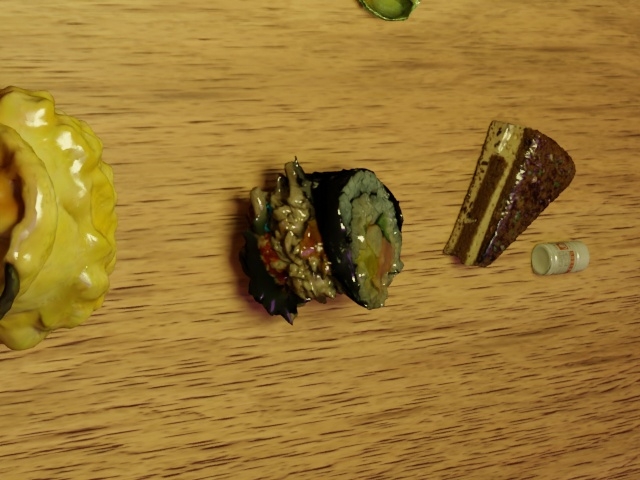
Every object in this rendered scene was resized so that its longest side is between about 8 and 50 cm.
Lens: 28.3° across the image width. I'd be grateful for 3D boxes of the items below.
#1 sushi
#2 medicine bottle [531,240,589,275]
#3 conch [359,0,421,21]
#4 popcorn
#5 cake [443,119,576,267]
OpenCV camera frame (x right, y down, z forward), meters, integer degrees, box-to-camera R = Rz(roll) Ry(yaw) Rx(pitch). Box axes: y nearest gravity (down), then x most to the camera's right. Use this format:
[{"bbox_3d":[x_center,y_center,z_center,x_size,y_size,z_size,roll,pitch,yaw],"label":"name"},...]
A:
[{"bbox_3d":[-0.005,0.001,1.882,0.225,0.219,0.238,0,76,-66],"label":"sushi"},{"bbox_3d":[0.418,0.030,2.213,0.089,0.057,0.057,-4,107,-31],"label":"medicine bottle"},{"bbox_3d":[0.111,-0.369,1.896,0.121,0.074,0.089,-5,70,-7],"label":"conch"},{"bbox_3d":[-0.397,-0.008,1.545,0.349,0.381,0.349,-6,116,-13],"label":"popcorn"},{"bbox_3d":[0.319,-0.062,2.094,0.135,0.112,0.246,17,96,-36],"label":"cake"}]
